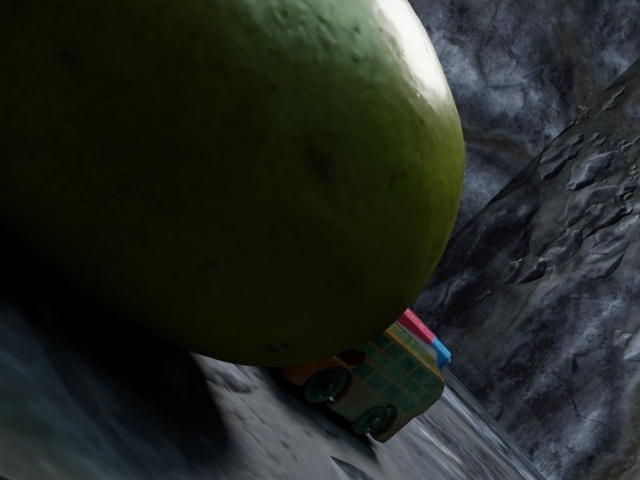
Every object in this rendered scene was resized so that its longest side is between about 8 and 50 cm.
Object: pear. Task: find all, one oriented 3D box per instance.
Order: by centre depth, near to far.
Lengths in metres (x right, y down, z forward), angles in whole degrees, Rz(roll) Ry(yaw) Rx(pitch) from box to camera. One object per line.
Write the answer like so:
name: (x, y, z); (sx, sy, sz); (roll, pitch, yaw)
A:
pear: (-0.058, -0.064, 0.451); (0.307, 0.253, 0.253); (29, 12, -36)

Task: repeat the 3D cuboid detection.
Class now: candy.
candy: (0.073, 0.106, 1.345); (0.306, 0.100, 0.157); (45, 1, -3)

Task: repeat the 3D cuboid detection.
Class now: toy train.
toy train: (0.033, 0.106, 0.708); (0.188, 0.099, 0.072); (42, 4, -43)
